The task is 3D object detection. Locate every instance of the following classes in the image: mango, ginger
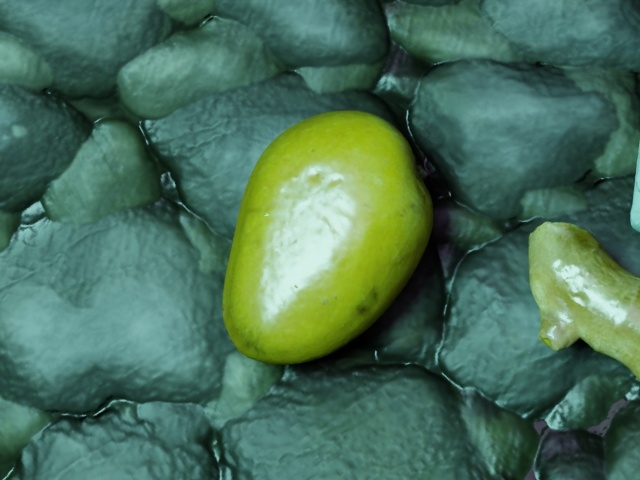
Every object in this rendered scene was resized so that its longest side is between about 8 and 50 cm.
[{"bbox_3d":[0.000,0.000,1.052,0.137,0.098,0.195,32,83,17],"label":"mango"},{"bbox_3d":[0.265,0.075,0.995,0.299,0.065,0.118,30,71,22],"label":"ginger"}]

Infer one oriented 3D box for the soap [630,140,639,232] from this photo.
[{"bbox_3d":[0.324,-0.143,1.058,0.173,0.095,0.289,7,69,13],"label":"soap"}]
